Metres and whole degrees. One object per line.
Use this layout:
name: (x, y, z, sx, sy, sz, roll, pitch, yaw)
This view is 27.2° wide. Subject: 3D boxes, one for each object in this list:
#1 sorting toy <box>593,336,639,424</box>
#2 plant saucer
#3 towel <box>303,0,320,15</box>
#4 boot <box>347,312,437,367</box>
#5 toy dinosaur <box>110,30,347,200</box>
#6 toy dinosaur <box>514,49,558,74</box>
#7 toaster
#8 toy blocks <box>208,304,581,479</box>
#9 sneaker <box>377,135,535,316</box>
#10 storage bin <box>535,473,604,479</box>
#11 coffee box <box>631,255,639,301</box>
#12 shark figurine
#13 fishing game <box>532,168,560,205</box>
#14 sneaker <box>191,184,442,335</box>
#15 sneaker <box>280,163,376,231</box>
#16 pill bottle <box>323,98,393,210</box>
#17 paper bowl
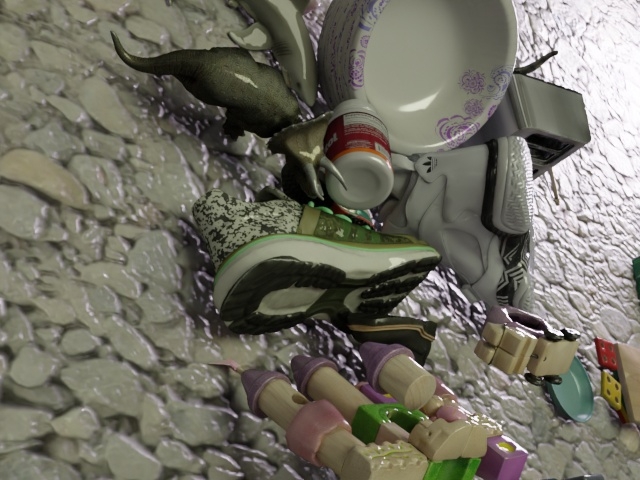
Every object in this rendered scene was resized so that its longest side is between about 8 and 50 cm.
sorting toy: (0.506, 0.243, 2.149, 0.274, 0.046, 0.132, 19, 55, -45)
plant saucer: (0.376, 0.223, 2.018, 0.119, 0.021, 0.119, 29, 48, -38)
towel: (-0.087, -0.525, 1.881, 0.332, 0.053, 0.317, 44, 40, -24)
boot: (0.087, 0.159, 1.602, 0.198, 0.076, 0.137, 15, 81, -59)
toy dinosaur: (-0.095, -0.181, 1.549, 0.313, 0.160, 0.121, 40, 77, -31)
toy dinosaur: (0.220, -0.256, 1.992, 0.118, 0.268, 0.064, 26, 62, -82)
toaster: (0.289, -0.164, 1.977, 0.185, 0.168, 0.110, 12, 55, -37)
toy blocks: (0.064, 0.179, 1.463, 0.288, 0.309, 0.260, 4, 23, -42)
sneaker: (0.190, 0.000, 1.835, 0.366, 0.210, 0.137, 78, 18, -47)
storage bin: (0.361, 0.388, 1.836, 0.098, 0.091, 0.135, 8, 63, -49)
coffee box: (0.617, 0.124, 2.367, 0.113, 0.040, 0.184, 25, 50, -41)
shark figurine: (-0.073, -0.323, 1.720, 0.278, 0.116, 0.166, 40, 40, -33)
fishing game: (0.276, -0.133, 2.104, 0.264, 0.041, 0.189, 13, 57, -37)
sneaker: (0.000, 0.000, 1.598, 0.410, 0.158, 0.182, 7, 46, -55)
sneaker: (0.006, -0.058, 1.712, 0.161, 0.057, 0.075, 38, 24, -28)
pill bottle: (0.046, -0.113, 1.680, 0.086, 0.086, 0.152, 42, 25, -27)
paper bowl: (0.123, -0.268, 1.830, 0.284, 0.148, 0.284, -13, 116, -29)
